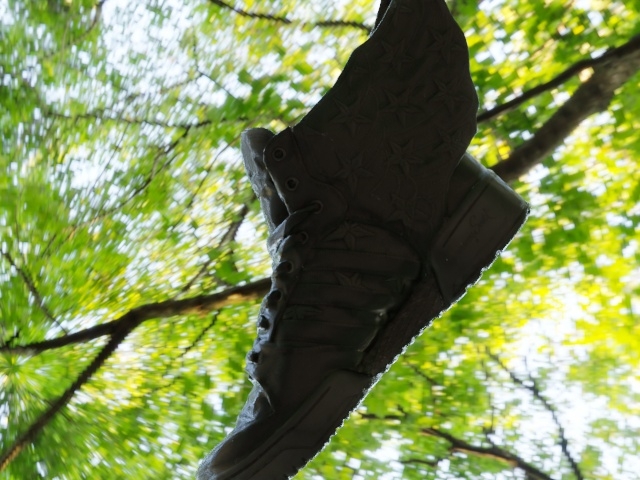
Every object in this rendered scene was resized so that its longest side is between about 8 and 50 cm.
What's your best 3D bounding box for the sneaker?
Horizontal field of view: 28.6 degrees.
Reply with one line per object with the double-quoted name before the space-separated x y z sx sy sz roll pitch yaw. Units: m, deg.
"sneaker" 0.000 0.000 0.403 0.089 0.051 0.170 45 -103 1
